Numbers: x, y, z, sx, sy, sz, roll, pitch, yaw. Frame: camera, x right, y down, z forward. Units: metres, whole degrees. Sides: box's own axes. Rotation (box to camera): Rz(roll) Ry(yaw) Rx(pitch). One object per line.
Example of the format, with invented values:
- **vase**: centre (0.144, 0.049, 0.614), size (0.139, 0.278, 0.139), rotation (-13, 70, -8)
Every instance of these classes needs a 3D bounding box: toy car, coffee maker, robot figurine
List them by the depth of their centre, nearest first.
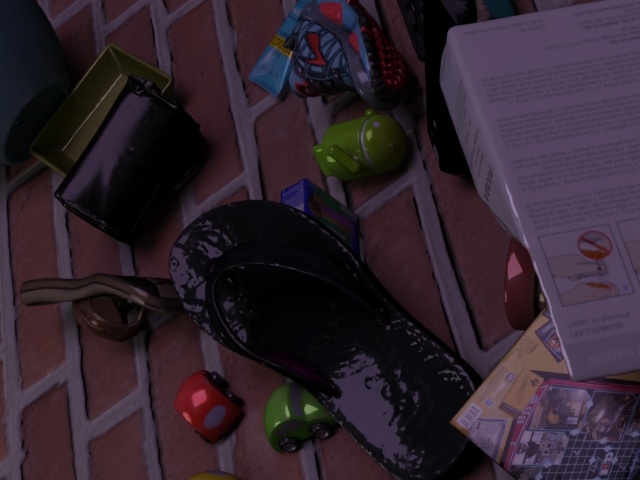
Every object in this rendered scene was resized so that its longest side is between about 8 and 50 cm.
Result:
- **toy car**: centre (-0.075, 0.201, 1.955), size (0.225, 0.053, 0.239), rotation (-27, 44, 26)
- **robot figurine**: centre (0.048, -0.105, 2.068), size (0.115, 0.067, 0.101), rotation (-10, 22, 40)
- **coffee maker**: centre (-0.245, -0.101, 2.268), size (0.120, 0.171, 0.178), rotation (26, 81, 34)

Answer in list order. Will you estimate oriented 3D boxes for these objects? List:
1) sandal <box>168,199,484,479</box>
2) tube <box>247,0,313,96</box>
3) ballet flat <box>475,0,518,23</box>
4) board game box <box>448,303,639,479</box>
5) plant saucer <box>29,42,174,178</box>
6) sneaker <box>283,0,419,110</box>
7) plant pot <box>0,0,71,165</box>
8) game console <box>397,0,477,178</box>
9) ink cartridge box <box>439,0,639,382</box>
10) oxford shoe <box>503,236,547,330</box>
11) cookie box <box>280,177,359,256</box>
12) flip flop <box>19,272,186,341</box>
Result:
- **sandal**: centre (-0.009, 0.080, 1.859), size (0.446, 0.107, 0.167), rotation (34, 97, 37)
- **tube**: centre (-0.014, -0.274, 2.285), size (0.207, 0.052, 0.080), rotation (-55, 31, 3)
- **ballet flat**: centre (0.185, -0.213, 2.029), size (0.241, 0.091, 0.077), rotation (-95, 26, -46)
- **board game box**: centre (0.255, 0.124, 1.651), size (0.165, 0.042, 0.243), rotation (40, 90, 23)
- **plant saucer**: centre (-0.281, -0.155, 2.443), size (0.188, 0.045, 0.188), rotation (-53, 39, -4)
- **sneaker**: centre (0.027, -0.199, 2.147), size (0.125, 0.104, 0.262), rotation (-44, 29, 10)
- **plant pot**: centre (-0.456, -0.214, 2.514), size (0.195, 0.290, 0.290), rotation (36, 87, 16)
- **game console**: centre (0.124, -0.240, 2.020), size (0.044, 0.213, 0.361), rotation (-7, 34, -4)
- **ink cartridge box**: centre (0.306, -0.050, 1.660), size (0.308, 0.091, 0.385), rotation (-10, 60, -9)
- **oxford shoe**: centre (0.280, -0.066, 1.795), size (0.130, 0.123, 0.348), rotation (7, 71, 24)
- **cookie box**: centre (0.000, 0.000, 2.013), size (0.040, 0.092, 0.107), rotation (-29, 44, 31)
- **flip flop**: centre (-0.256, 0.081, 2.197), size (0.277, 0.112, 0.080), rotation (-2, 85, 40)
